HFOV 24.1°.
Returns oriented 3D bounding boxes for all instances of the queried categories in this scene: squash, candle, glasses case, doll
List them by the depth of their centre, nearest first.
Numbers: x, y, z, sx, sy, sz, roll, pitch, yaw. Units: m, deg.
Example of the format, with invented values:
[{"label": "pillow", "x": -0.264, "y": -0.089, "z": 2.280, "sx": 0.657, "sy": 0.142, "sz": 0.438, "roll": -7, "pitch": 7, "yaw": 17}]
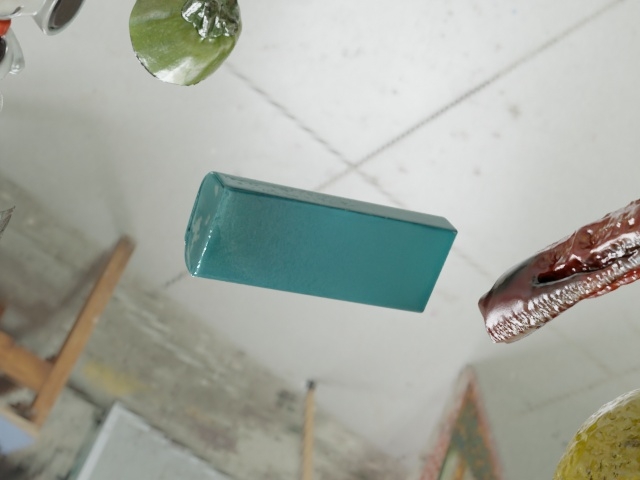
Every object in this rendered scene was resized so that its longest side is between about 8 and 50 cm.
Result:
[{"label": "candle", "x": 0.194, "y": 0.013, "z": 1.040, "sx": 0.059, "sy": 0.084, "sz": 0.302, "roll": 39, "pitch": 157, "yaw": -5}, {"label": "squash", "x": -0.102, "y": -0.199, "z": 1.356, "sx": 0.105, "sy": 0.105, "sz": 0.132, "roll": 40, "pitch": 160, "yaw": -21}, {"label": "glasses case", "x": -0.001, "y": 0.001, "z": 1.694, "sx": 0.301, "sy": 0.070, "sz": 0.117, "roll": 11, "pitch": 112, "yaw": -30}, {"label": "doll", "x": -0.359, "y": -0.273, "z": 1.763, "sx": 0.144, "sy": 0.208, "sz": 0.271, "roll": 56, "pitch": 151, "yaw": 28}]

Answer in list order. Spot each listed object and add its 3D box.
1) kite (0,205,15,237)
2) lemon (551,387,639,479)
[{"label": "kite", "x": -0.358, "y": 0.095, "z": 1.325, "sx": 0.015, "sy": 0.310, "sz": 0.169, "roll": 38, "pitch": 135, "yaw": -22}, {"label": "lemon", "x": 0.313, "y": 0.262, "z": 1.261, "sx": 0.258, "sy": 0.310, "sz": 0.258, "roll": 18, "pitch": 179, "yaw": 0}]
